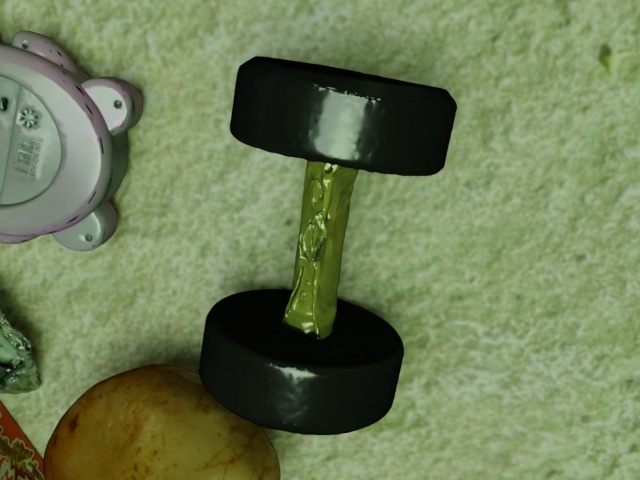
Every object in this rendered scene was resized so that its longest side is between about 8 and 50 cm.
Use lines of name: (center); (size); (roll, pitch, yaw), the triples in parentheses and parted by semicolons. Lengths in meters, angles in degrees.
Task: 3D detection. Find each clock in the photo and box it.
clock: (-0.324, -0.106, 0.788); (0.247, 0.090, 0.228); (17, 105, 0)

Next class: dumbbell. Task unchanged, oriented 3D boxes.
dumbbell: (0.000, 0.000, 0.721); (0.203, 0.204, 0.323); (11, 105, 3)

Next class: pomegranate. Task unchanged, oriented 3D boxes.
pomegranate: (-0.165, 0.247, 0.795); (0.248, 0.248, 0.248); (1, 104, 5)

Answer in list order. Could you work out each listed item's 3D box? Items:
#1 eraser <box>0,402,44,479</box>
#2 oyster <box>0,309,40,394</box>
eraser: (-0.393, 0.257, 0.848); (0.038, 0.157, 0.230); (-31, 99, 15)
oyster: (-0.435, 0.065, 0.842); (0.252, 0.087, 0.199); (9, 85, -15)
